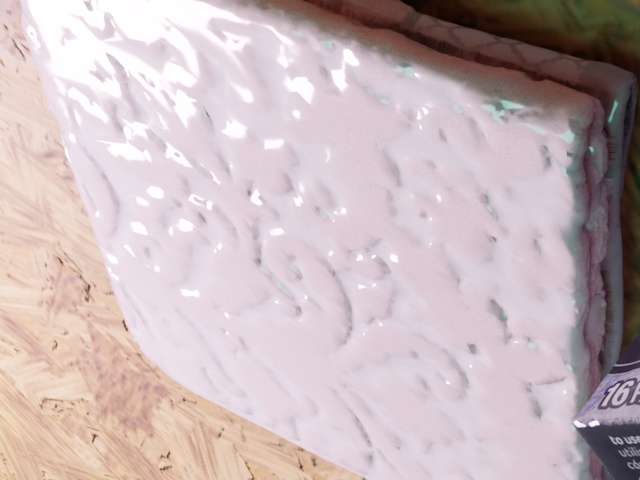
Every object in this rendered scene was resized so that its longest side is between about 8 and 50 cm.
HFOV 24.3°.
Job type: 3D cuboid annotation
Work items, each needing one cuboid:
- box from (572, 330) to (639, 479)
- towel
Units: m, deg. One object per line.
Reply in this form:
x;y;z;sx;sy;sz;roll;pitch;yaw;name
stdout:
0.233;0.056;0.439;0.163;0.142;0.247;53;146;-15;box
0.000;0.000;0.718;0.317;0.053;0.332;23;144;27;towel
